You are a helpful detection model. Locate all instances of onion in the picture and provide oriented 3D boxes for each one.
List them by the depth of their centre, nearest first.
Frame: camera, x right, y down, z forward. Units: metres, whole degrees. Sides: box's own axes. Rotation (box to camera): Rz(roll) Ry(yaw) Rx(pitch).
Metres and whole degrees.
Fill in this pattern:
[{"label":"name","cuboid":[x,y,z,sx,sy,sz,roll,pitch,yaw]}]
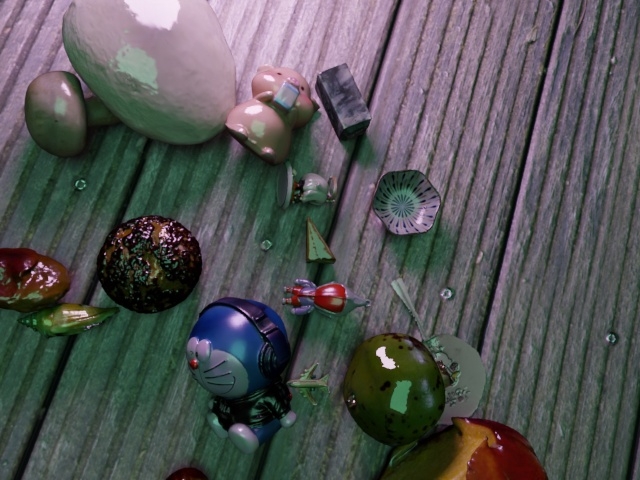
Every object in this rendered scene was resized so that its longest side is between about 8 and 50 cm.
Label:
[{"label":"onion","cuboid":[-0.309,0.573,0.990,0.117,0.118,0.118,-30,86,-27]}]

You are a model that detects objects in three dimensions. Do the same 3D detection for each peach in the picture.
[{"label":"peach","cuboid":[0.291,0.589,0.956,0.417,0.339,0.353,-6,82,-4]}]

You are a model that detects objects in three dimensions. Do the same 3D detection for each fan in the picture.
[{"label":"fan","cuboid":[0.293,0.288,1.162,0.233,0.012,0.414,-23,88,-11]}]

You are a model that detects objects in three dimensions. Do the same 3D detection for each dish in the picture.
[{"label":"dish","cuboid":[0.223,-0.097,1.183,0.191,0.066,0.190,1,82,-6]}]

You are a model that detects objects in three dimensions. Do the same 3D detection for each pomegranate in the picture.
[{"label":"pomegranate","cuboid":[0.186,0.341,1.033,0.271,0.254,0.254,-16,84,-12]}]

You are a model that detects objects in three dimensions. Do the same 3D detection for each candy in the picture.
[{"label":"candy","cuboid":[-0.373,-0.435,1.053,0.386,0.186,0.426,-36,102,-30]}]

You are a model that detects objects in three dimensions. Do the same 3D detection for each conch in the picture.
[{"label":"conch","cuboid":[-0.586,0.186,1.020,0.201,0.095,0.079,-5,113,-9]}]

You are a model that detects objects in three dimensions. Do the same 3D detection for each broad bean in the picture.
[{"label":"broad bean","cuboid":[-0.692,0.087,0.991,0.229,0.156,0.122,9,115,3]}]

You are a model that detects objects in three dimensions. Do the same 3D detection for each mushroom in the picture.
[{"label":"mushroom","cuboid":[-0.607,-0.300,1.061,0.206,0.209,0.206,-1,88,21]}]

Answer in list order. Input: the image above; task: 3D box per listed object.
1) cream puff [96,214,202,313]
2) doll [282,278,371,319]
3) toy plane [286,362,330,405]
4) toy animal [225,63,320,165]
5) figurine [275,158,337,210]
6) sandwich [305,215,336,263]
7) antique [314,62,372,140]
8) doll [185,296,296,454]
[{"label":"cream puff","cuboid":[-0.399,0.053,1.029,0.239,0.165,0.239,1,85,-7]},{"label":"doll","cuboid":[0.016,0.149,1.114,0.228,0.075,0.102,3,72,2]},{"label":"toy plane","cuboid":[-0.030,0.358,1.096,0.111,0.040,0.102,4,80,-6]},{"label":"toy animal","cuboid":[-0.121,-0.323,1.094,0.195,0.213,0.256,37,80,-14]},{"label":"figurine","cuboid":[-0.029,-0.140,1.138,0.154,0.132,0.132,2,81,-20]},{"label":"sandwich","cuboid":[0.000,0.000,1.135,0.074,0.074,0.116,1,81,-5]},{"label":"antique","cuboid":[0.063,-0.368,1.190,0.086,0.088,0.183,-24,85,-9]},{"label":"doll","cuboid":[-0.178,0.280,0.995,0.240,0.284,0.309,-26,100,-49]}]
